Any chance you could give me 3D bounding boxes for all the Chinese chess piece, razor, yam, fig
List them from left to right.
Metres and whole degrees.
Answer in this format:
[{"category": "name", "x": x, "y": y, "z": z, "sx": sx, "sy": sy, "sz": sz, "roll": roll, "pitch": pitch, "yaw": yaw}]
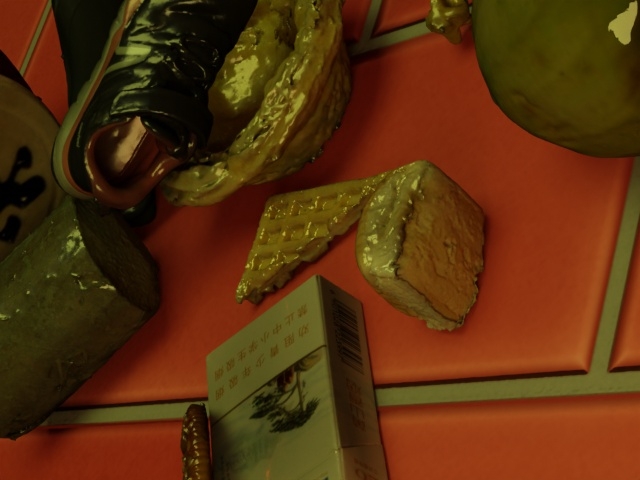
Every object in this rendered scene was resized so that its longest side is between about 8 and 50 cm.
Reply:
[{"category": "Chinese chess piece", "x": -0.401, "y": -0.065, "z": 1.662, "sx": 0.104, "sy": 0.257, "sz": 0.257, "roll": 15, "pitch": 75, "yaw": 53}, {"category": "yam", "x": -0.290, "y": 0.082, "z": 1.598, "sx": 0.268, "sy": 0.161, "sz": 0.161, "roll": -43, "pitch": 36, "yaw": 19}, {"category": "razor", "x": -0.243, "y": -0.179, "z": 1.731, "sx": 0.114, "sy": 0.204, "sz": 0.349, "roll": -8, "pitch": 42, "yaw": -7}, {"category": "fig", "x": 0.221, "y": -0.177, "z": 1.100, "sx": 0.271, "sy": 0.239, "sz": 0.239, "roll": -32, "pitch": 40, "yaw": 52}]

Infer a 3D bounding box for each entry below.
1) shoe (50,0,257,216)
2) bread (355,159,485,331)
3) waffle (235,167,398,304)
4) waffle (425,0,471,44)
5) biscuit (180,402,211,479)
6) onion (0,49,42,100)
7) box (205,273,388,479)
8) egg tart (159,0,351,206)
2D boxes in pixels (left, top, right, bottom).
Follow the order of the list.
[{"category": "shoe", "x": -0.159, "y": -0.147, "z": 1.458, "sx": 0.291, "sy": 0.114, "sz": 0.137, "roll": -56, "pitch": 33, "yaw": 10}, {"category": "bread", "x": 0.079, "y": 0.003, "z": 1.238, "sx": 0.082, "sy": 0.106, "sz": 0.125, "roll": -12, "pitch": 52, "yaw": 46}, {"category": "waffle", "x": 0.000, "y": 0.000, "z": 1.405, "sx": 0.191, "sy": 0.032, "sz": 0.125, "roll": -8, "pitch": 56, "yaw": 51}, {"category": "waffle", "x": 0.110, "y": -0.357, "z": 1.395, "sx": 0.293, "sy": 0.069, "sz": 0.259, "roll": 41, "pitch": 104, "yaw": 19}, {"category": "biscuit", "x": -0.108, "y": 0.208, "z": 1.284, "sx": 0.206, "sy": 0.025, "sz": 0.126, "roll": -108, "pitch": 18, "yaw": -68}, {"category": "onion", "x": -0.494, "y": -0.119, "z": 1.844, "sx": 0.341, "sy": 0.341, "sz": 0.341, "roll": -32, "pitch": 41, "yaw": 33}, {"category": "box", "x": -0.024, "y": 0.161, "z": 1.277, "sx": 0.149, "sy": 0.067, "sz": 0.233, "roll": -40, "pitch": 37, "yaw": 28}, {"category": "egg tart", "x": -0.064, "y": -0.150, "z": 1.534, "sx": 0.288, "sy": 0.118, "sz": 0.288, "roll": -29, "pitch": 44, "yaw": 33}]
